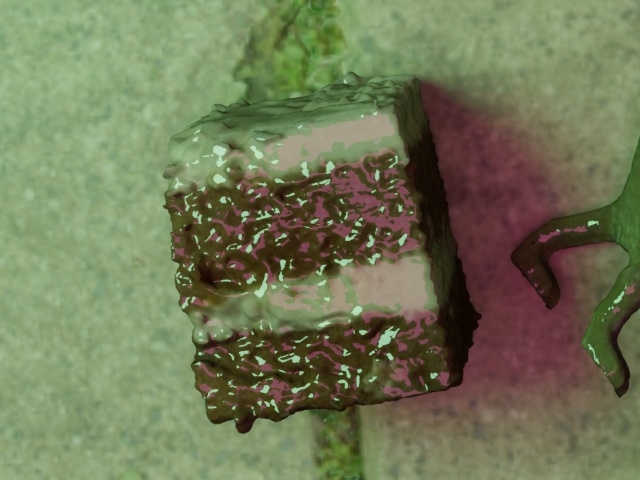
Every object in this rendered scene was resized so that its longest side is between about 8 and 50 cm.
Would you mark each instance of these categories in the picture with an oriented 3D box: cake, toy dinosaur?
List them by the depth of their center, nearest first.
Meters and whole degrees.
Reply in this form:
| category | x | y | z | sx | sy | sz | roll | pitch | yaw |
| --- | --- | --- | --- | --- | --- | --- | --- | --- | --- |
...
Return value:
| category | x | y | z | sx | sy | sz | roll | pitch | yaw |
| --- | --- | --- | --- | --- | --- | --- | --- | --- | --- |
| cake | 0.000 | 0.000 | 0.988 | 0.135 | 0.134 | 0.147 | -9 | 104 | 10 |
| toy dinosaur | 0.187 | -0.031 | 0.992 | 0.200 | 0.072 | 0.251 | -35 | 83 | 6 |
